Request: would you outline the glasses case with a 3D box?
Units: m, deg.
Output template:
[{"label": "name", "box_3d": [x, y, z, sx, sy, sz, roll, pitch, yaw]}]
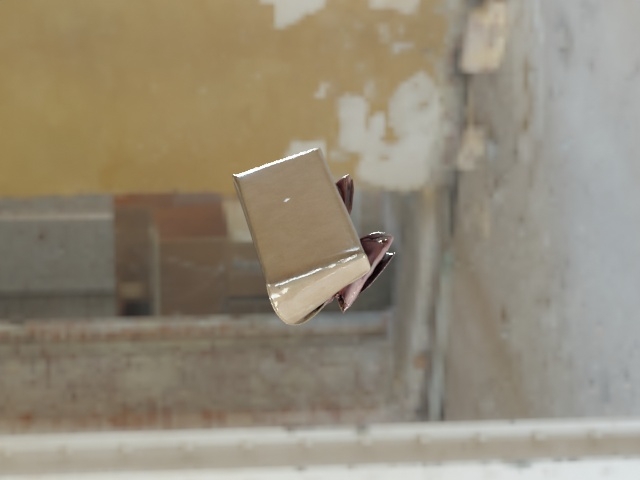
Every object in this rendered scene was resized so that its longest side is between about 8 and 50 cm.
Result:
[{"label": "glasses case", "box_3d": [0.000, 0.000, 1.246, 0.193, 0.102, 0.070, -112, 4, -59]}]
